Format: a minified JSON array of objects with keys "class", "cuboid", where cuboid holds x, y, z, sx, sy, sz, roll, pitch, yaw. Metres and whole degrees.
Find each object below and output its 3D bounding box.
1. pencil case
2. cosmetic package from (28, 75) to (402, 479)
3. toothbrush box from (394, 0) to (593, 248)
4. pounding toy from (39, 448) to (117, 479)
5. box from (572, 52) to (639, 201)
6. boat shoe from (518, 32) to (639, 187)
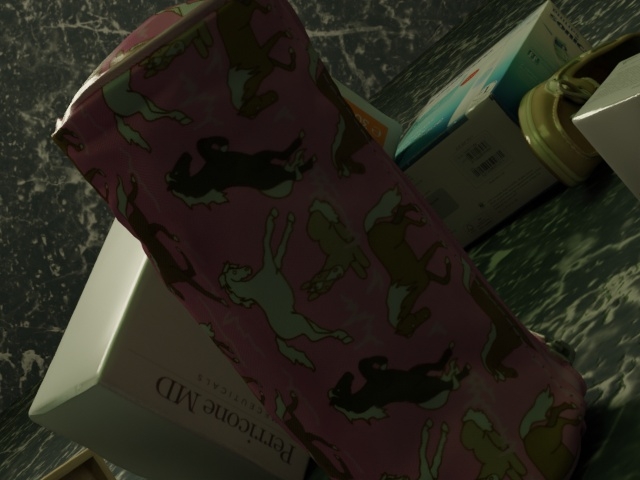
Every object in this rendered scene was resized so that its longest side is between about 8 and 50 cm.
[{"class":"pencil case","cuboid":[0.003,0.015,0.712,0.167,0.386,0.160,-46,12,-34]},{"class":"cosmetic package","cuboid":[-0.090,0.018,1.156,0.161,0.230,0.453,-29,36,48]},{"class":"toothbrush box","cuboid":[0.203,-0.129,1.323,0.216,0.126,0.295,-38,9,38]},{"class":"pounding toy","cuboid":[-0.292,0.339,1.287,0.100,0.141,0.130,-34,-2,38]},{"class":"box","cuboid":[0.291,-0.102,0.939,0.087,0.101,0.102,-47,11,-23]},{"class":"boat shoe","cuboid":[0.284,-0.150,1.168,0.089,0.104,0.285,-38,9,36]}]
